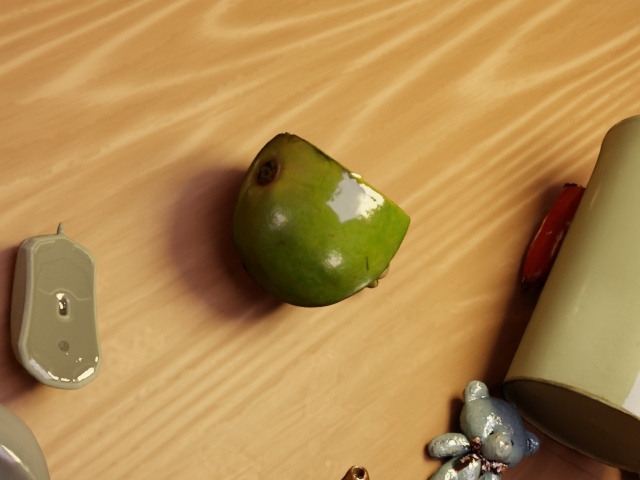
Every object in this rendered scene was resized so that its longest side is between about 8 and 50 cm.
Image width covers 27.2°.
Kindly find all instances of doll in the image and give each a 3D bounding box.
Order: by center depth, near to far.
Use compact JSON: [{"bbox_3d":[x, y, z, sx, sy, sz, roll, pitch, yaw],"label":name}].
[{"bbox_3d":[0.186,0.256,1.548,0.120,0.075,0.180,45,52,-9],"label":"doll"}]

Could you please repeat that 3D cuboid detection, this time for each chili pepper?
[{"bbox_3d":[0.312,0.009,1.750,0.169,0.065,0.088,-47,119,-31],"label":"chili pepper"}]

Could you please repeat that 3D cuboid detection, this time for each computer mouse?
[{"bbox_3d":[-0.266,0.068,1.310,0.089,0.056,0.182,15,57,-36],"label":"computer mouse"}]

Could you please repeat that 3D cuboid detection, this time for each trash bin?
[{"bbox_3d":[0.421,0.049,1.626,0.280,0.280,0.432,36,70,-20],"label":"trash bin"}]

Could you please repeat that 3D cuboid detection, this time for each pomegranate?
[{"bbox_3d":[-0.012,-0.008,1.471,0.190,0.241,0.159,34,90,5],"label":"pomegranate"}]

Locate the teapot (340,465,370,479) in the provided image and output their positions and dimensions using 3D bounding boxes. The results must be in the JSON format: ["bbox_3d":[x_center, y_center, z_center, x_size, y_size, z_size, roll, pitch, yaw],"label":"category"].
[{"bbox_3d":[0.042,0.363,1.370,0.178,0.135,0.252,0,71,-31],"label":"teapot"}]

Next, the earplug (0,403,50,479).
[{"bbox_3d":[-0.356,0.273,1.109,0.214,0.175,0.325,44,63,-20],"label":"earplug"}]
